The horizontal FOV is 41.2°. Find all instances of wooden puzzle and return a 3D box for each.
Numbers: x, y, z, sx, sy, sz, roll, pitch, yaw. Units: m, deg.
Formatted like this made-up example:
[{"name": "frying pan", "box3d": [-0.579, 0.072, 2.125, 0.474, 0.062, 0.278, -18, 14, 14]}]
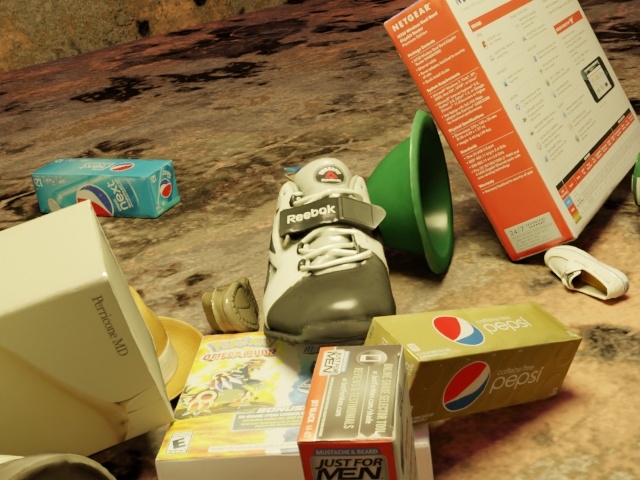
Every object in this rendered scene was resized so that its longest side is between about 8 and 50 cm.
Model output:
[{"name": "wooden puzzle", "box3d": [-0.008, -0.091, 1.262, 0.079, 0.014, 0.116, -9, 23, -15]}]

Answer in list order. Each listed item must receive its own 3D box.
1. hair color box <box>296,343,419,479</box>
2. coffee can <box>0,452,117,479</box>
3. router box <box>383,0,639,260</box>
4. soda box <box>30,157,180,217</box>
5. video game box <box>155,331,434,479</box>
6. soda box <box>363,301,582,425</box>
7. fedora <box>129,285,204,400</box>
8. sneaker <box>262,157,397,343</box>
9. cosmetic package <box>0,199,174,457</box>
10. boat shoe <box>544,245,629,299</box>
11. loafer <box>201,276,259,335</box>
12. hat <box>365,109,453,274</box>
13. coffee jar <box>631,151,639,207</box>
[{"name": "hair color box", "box3d": [0.029, 0.154, 0.487, 0.054, 0.167, 0.093, -3, 23, 10]}, {"name": "coffee can", "box3d": [-0.257, 0.201, 0.426, 0.276, 0.201, 0.201, 0, 24, 17]}, {"name": "router box", "box3d": [0.255, -0.181, 1.021, 0.082, 0.301, 0.335, -25, 7, 41]}, {"name": "soda box", "box3d": [-0.319, -0.079, 1.261, 0.210, 0.067, 0.071, 3, 26, 23]}, {"name": "video game box", "box3d": [-0.013, 0.134, 0.703, 0.205, 0.048, 0.187, -5, 21, 6]}, {"name": "soda box", "box3d": [0.117, 0.092, 0.660, 0.181, 0.061, 0.058, -2, 29, -37]}, {"name": "fedora", "box3d": [-0.201, 0.098, 0.802, 0.195, 0.079, 0.194, -6, 23, 3]}, {"name": "sneaker", "box3d": [0.000, 0.000, 0.808, 0.123, 0.146, 0.330, -5, 13, -4]}, {"name": "cosmetic package", "box3d": [-0.286, 0.108, 0.634, 0.310, 0.160, 0.113, -21, 37, -7]}, {"name": "boat shoe", "box3d": [0.261, 0.034, 0.864, 0.035, 0.035, 0.100, -18, 32, -29]}, {"name": "loafer", "box3d": [-0.091, 0.071, 0.848, 0.050, 0.056, 0.148, -23, 0, 1]}, {"name": "hat", "box3d": [0.044, -0.037, 0.957, 0.184, 0.208, 0.173, -5, 47, 20]}, {"name": "coffee jar", "box3d": [0.465, -0.070, 0.982, 0.184, 0.079, 0.096, 11, 30, 36]}]
